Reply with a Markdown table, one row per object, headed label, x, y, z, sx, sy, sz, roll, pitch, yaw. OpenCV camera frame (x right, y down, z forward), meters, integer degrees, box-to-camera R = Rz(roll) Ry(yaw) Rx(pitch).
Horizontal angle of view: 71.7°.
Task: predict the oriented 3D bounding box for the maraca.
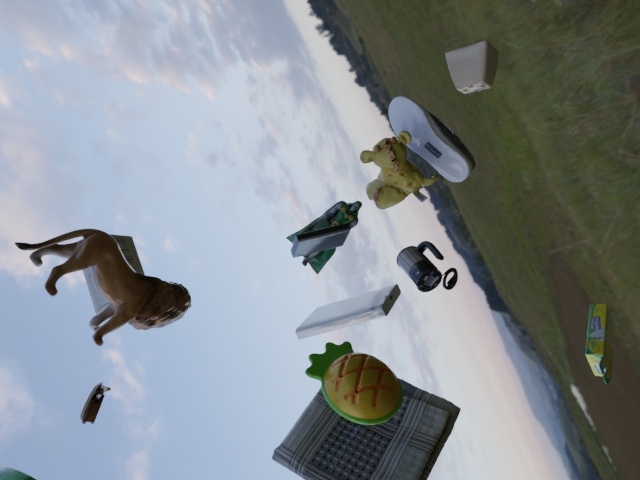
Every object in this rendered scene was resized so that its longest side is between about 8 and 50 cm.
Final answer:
| label | x | y | z | sx | sy | sz | roll | pitch | yaw |
| --- | --- | --- | --- | --- | --- | --- | --- | --- | --- |
| maraca | 0.057 | 0.241 | 0.768 | 0.186 | 0.127 | 0.099 | 32 | 135 | 39 |

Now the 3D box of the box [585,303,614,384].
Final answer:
| label | x | y | z | sx | sy | sz | roll | pitch | yaw |
| --- | --- | --- | --- | --- | --- | --- | --- | --- | --- |
| box | 0.715 | 0.264 | 1.131 | 0.105 | 0.043 | 0.179 | 52 | -131 | -30 |

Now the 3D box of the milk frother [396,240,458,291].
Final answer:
| label | x | y | z | sx | sy | sz | roll | pitch | yaw |
| --- | --- | --- | --- | --- | --- | --- | --- | --- | --- |
| milk frother | 0.332 | 0.089 | 1.361 | 0.143 | 0.129 | 0.134 | 46 | -172 | -37 |

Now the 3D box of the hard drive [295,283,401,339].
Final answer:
| label | x | y | z | sx | sy | sz | roll | pitch | yaw |
| --- | --- | --- | --- | --- | --- | --- | --- | --- | --- |
| hard drive | 0.092 | 0.228 | 1.427 | 0.040 | 0.308 | 0.203 | 67 | -154 | -5 |

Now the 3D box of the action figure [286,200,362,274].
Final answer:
| label | x | y | z | sx | sy | sz | roll | pitch | yaw |
| --- | --- | --- | --- | --- | --- | --- | --- | --- | --- |
| action figure | 0.023 | -0.028 | 1.191 | 0.137 | 0.232 | 0.063 | 47 | -162 | 1 |

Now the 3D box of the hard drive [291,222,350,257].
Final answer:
| label | x | y | z | sx | sy | sz | roll | pitch | yaw |
| --- | --- | --- | --- | --- | --- | --- | --- | --- | --- |
| hard drive | 0.000 | 0.000 | 1.080 | 0.094 | 0.135 | 0.022 | 112 | 141 | -60 |

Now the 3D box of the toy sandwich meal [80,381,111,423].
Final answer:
| label | x | y | z | sx | sy | sz | roll | pitch | yaw |
| --- | --- | --- | --- | --- | --- | --- | --- | --- | --- |
| toy sandwich meal | -0.430 | 0.313 | 0.850 | 0.029 | 0.085 | 0.085 | 23 | -151 | -10 |

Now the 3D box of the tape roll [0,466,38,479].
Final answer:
| label | x | y | z | sx | sy | sz | roll | pitch | yaw |
| --- | --- | --- | --- | --- | --- | --- | --- | --- | --- |
| tape roll | -0.500 | 0.556 | 0.809 | 0.321 | 0.322 | 0.077 | 62 | -145 | -17 |

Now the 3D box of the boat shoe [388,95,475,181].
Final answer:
| label | x | y | z | sx | sy | sz | roll | pitch | yaw |
| --- | --- | --- | --- | --- | --- | --- | --- | --- | --- |
| boat shoe | 0.321 | -0.296 | 1.257 | 0.301 | 0.108 | 0.102 | 45 | -136 | 8 |

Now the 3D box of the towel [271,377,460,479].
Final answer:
| label | x | y | z | sx | sy | sz | roll | pitch | yaw |
| --- | --- | --- | --- | --- | --- | --- | --- | --- | --- |
| towel | 0.106 | 0.419 | 0.985 | 0.324 | 0.313 | 0.056 | -40 | -50 | -41 |

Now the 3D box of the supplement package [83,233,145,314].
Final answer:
| label | x | y | z | sx | sy | sz | roll | pitch | yaw |
| --- | --- | --- | --- | --- | --- | --- | --- | --- | --- |
| supplement package | -0.712 | 0.116 | 1.536 | 0.243 | 0.139 | 0.134 | 67 | -163 | 12 |

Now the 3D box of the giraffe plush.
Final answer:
| label | x | y | z | sx | sy | sz | roll | pitch | yaw |
| --- | --- | --- | --- | --- | --- | --- | --- | --- | --- |
| giraffe plush | 0.188 | -0.196 | 1.169 | 0.170 | 0.181 | 0.210 | 55 | 167 | -27 |

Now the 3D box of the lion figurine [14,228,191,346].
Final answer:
| label | x | y | z | sx | sy | sz | roll | pitch | yaw |
| --- | --- | --- | --- | --- | --- | --- | --- | --- | --- |
| lion figurine | -0.514 | 0.094 | 1.102 | 0.142 | 0.240 | 0.392 | 27 | 151 | 57 |

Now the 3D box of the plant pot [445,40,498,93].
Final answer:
| label | x | y | z | sx | sy | sz | roll | pitch | yaw |
| --- | --- | --- | --- | --- | --- | --- | --- | --- | --- |
| plant pot | 0.403 | -0.448 | 1.168 | 0.109 | 0.109 | 0.096 | -4 | -89 | -53 |
